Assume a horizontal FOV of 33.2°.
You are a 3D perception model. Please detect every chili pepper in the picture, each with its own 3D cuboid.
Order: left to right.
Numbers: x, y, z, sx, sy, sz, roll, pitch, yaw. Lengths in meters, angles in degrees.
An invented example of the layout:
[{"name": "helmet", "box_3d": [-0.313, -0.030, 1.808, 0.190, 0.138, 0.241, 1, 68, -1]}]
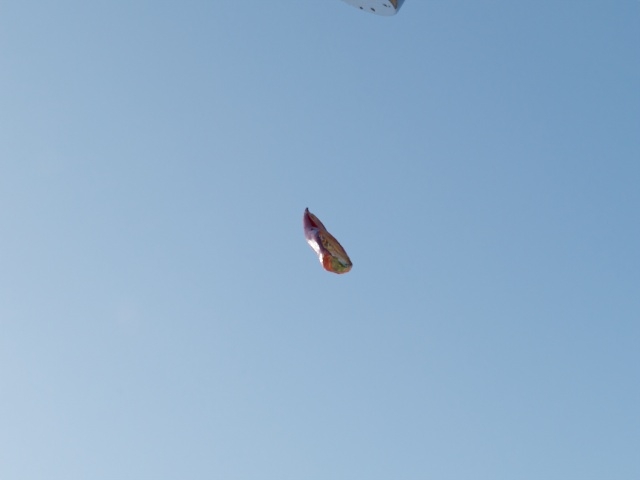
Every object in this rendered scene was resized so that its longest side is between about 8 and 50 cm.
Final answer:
[{"name": "chili pepper", "box_3d": [0.000, 0.000, 1.368, 0.045, 0.178, 0.027, 22, -71, -30]}]

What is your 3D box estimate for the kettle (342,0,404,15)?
[{"name": "kettle", "box_3d": [0.069, -0.502, 1.553, 0.251, 0.207, 0.271, 30, -92, -26]}]
